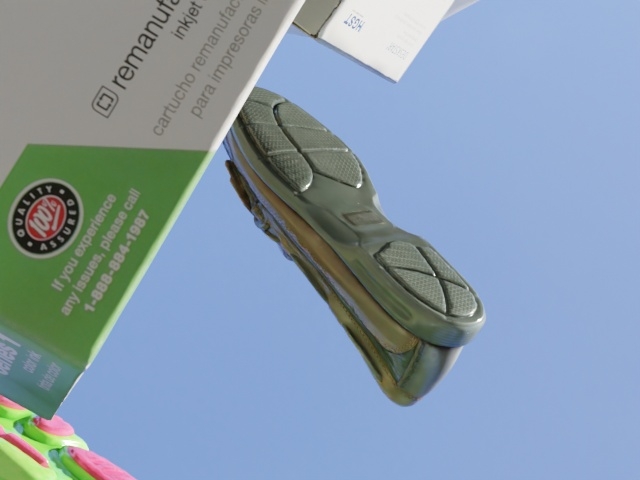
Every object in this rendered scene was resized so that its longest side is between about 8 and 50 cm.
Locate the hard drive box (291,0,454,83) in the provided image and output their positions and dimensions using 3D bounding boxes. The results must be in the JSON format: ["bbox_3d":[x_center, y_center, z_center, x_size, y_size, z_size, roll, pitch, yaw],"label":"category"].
[{"bbox_3d":[0.058,-0.232,1.254,0.089,0.181,0.232,37,-83,18],"label":"hard drive box"}]

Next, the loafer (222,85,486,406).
[{"bbox_3d":[0.000,0.000,1.267,0.096,0.084,0.267,1,-143,-43],"label":"loafer"}]

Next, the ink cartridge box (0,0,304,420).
[{"bbox_3d":[-0.174,-0.088,0.778,0.278,0.117,0.201,31,-110,-5],"label":"ink cartridge box"}]

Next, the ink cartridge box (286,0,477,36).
[{"bbox_3d":[0.072,-0.284,1.617,0.272,0.309,0.130,-26,-102,26],"label":"ink cartridge box"}]

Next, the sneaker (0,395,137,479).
[{"bbox_3d":[-0.146,0.255,1.164,0.483,0.185,0.202,32,-79,38],"label":"sneaker"}]
